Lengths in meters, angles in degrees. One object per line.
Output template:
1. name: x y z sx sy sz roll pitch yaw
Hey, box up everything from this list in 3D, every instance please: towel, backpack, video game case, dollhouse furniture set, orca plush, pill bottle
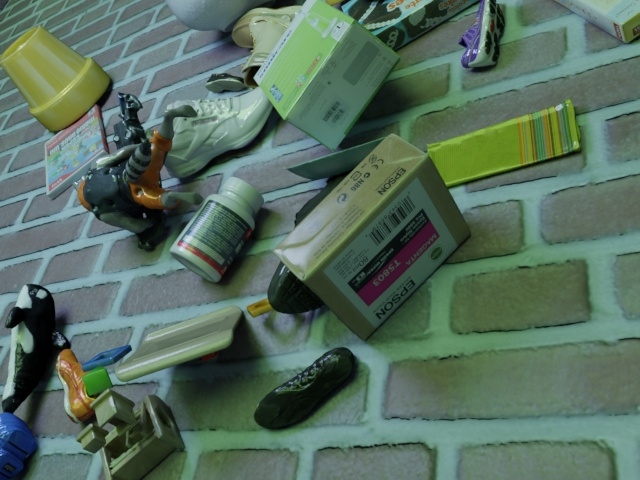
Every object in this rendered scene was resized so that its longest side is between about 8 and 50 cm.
1. towel: 0.281 -0.147 0.991 0.237 0.021 0.102 -15 48 27
2. backpack: -0.576 0.382 1.132 0.120 0.098 0.101 -42 53 -18
3. video game case: -0.696 -0.258 1.785 0.204 0.025 0.285 -36 43 6
4. dollhouse furniture set: -0.338 0.312 0.964 0.182 0.161 0.101 -41 43 0
5. orca plush: -0.558 0.209 1.253 0.102 0.151 0.287 -3 39 -7
6. pill bottle: -0.185 -0.023 1.163 0.108 0.108 0.180 17 68 43

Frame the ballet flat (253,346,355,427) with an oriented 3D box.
1. ballet flat: -0.021 0.215 0.908 0.173 0.057 0.049 -35 3 6

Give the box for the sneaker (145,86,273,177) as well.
1. sneaker: -0.237 -0.254 1.355 0.305 0.152 0.114 -30 39 11

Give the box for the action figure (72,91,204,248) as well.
1. action figure: -0.383 -0.161 1.252 0.330 0.179 0.341 -20 82 35

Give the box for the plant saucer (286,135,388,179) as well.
1. plant saucer: 0.037 -0.138 1.095 0.195 0.037 0.195 -17 8 3

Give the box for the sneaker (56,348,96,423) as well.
1. sneaker: -0.444 0.263 1.167 0.067 0.064 0.175 -28 46 -14

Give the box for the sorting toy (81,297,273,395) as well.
1. sorting toy: -0.210 0.169 0.999 0.348 0.047 0.196 -19 8 -1

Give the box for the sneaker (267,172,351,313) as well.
1. sneaker: 0.000 0.000 1.029 0.130 0.109 0.286 9 53 47

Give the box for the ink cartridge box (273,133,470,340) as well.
1. ink cartridge box: 0.080 0.001 0.889 0.234 0.193 0.088 -46 45 -3

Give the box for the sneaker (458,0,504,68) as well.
1. sneaker: 0.287 -0.384 1.146 0.071 0.068 0.169 -6 54 39

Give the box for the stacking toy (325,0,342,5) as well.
1. stacking toy: 0.133 -0.653 1.367 0.309 0.130 0.279 -37 26 -2

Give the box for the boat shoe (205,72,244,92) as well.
1. boat shoe: -0.230 -0.389 1.534 0.133 0.049 0.042 9 71 45

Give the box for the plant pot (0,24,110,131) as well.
1. plant pot: -0.809 -0.495 1.883 0.254 0.239 0.254 -24 40 22

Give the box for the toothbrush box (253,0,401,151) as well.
1. toothbrush box: 0.001 -0.326 1.195 0.206 0.122 0.283 -53 32 14

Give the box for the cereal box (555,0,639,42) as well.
1. cereal box: 0.502 -0.437 1.045 0.173 0.047 0.240 -34 44 9

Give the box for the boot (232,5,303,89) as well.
1. boot: -0.143 -0.448 1.492 0.262 0.095 0.203 8 63 37

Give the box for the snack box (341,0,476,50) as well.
1. snack box: 0.210 -0.512 1.306 0.322 0.060 0.187 -28 44 15

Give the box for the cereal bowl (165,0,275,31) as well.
1. cereal bowl: -0.216 -0.638 1.611 0.339 0.141 0.339 -29 10 6
